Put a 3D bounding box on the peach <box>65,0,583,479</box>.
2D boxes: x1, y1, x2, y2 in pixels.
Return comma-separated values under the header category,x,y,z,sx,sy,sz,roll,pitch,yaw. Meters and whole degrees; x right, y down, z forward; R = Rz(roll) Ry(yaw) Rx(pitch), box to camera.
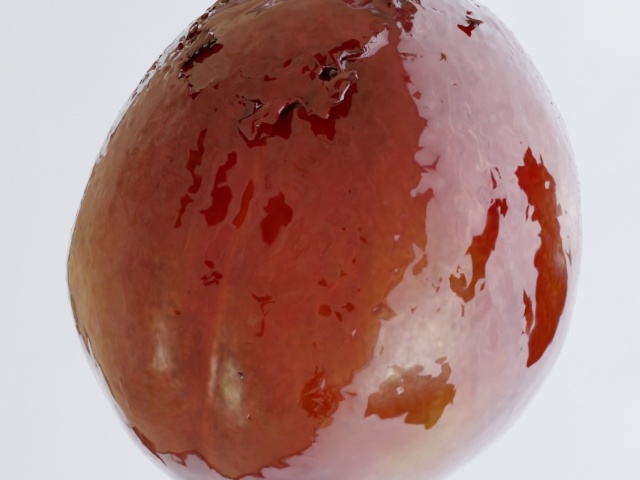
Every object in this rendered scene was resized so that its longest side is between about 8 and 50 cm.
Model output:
category,x,y,z,sx,sy,sz,roll,pitch,yaw
peach,0.000,0.000,0.698,0.370,0.370,0.370,-26,-122,51
